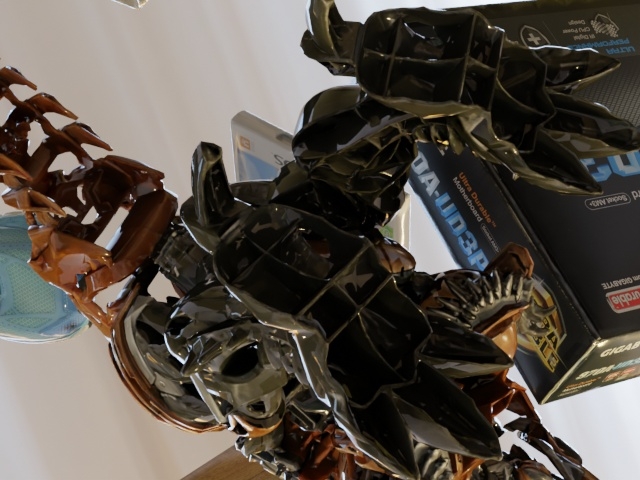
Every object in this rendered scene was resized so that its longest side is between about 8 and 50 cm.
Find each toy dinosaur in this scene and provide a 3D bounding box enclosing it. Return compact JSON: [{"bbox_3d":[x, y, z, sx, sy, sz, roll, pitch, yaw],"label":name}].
[{"bbox_3d":[-0.014,0.029,0.558,0.322,0.164,0.218,17,153,-21],"label":"toy dinosaur"}]

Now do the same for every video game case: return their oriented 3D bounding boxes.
[{"bbox_3d":[0.000,0.000,1.459,0.193,0.212,0.023,29,-128,28],"label":"video game case"}]

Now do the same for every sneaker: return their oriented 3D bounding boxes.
[{"bbox_3d":[-0.176,0.021,0.709,0.162,0.063,0.073,5,-164,23],"label":"sneaker"}]

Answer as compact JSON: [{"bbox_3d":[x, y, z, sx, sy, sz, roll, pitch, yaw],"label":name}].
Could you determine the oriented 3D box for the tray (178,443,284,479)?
[{"bbox_3d":[-0.046,0.343,1.119,0.076,0.411,0.203,15,-151,37],"label":"tray"}]

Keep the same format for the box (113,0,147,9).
[{"bbox_3d":[-0.210,-0.236,0.889,0.275,0.113,0.094,18,159,5],"label":"box"}]

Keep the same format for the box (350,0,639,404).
[{"bbox_3d":[0.145,-0.032,0.708,0.220,0.175,0.051,-10,150,-34],"label":"box"}]
